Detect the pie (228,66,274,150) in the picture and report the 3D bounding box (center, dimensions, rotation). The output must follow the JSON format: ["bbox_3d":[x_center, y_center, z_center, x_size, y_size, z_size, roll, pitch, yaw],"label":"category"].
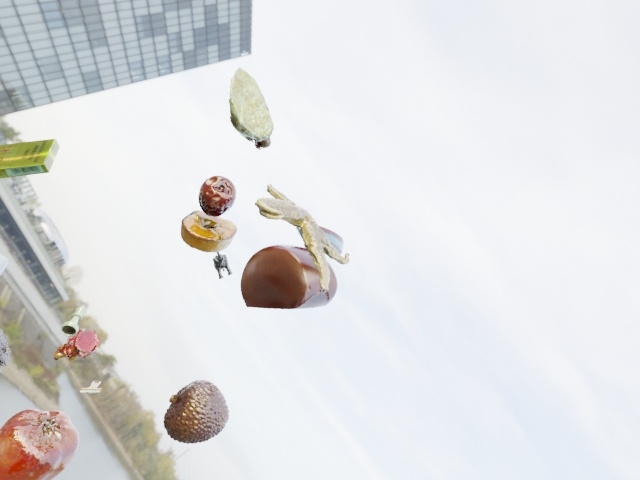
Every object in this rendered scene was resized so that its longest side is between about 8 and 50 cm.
[{"bbox_3d":[-0.269,-0.503,1.529,0.105,0.257,0.274,-12,-105,22],"label":"pie"}]

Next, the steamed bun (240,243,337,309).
[{"bbox_3d":[-0.131,0.138,1.580,0.379,0.235,0.248,-7,-98,42],"label":"steamed bun"}]

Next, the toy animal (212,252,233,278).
[{"bbox_3d":[-0.537,0.137,2.192,0.269,0.082,0.137,125,-58,-73],"label":"toy animal"}]

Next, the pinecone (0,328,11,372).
[{"bbox_3d":[-0.899,0.297,1.066,0.140,0.121,0.140,31,-52,49],"label":"pinecone"}]

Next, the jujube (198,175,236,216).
[{"bbox_3d":[-0.441,-0.181,1.713,0.155,0.155,0.230,56,-24,4],"label":"jujube"}]

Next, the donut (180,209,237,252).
[{"bbox_3d":[-0.496,-0.046,1.784,0.253,0.253,0.118,40,-56,27],"label":"donut"}]

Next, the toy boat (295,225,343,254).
[{"bbox_3d":[0.000,0.000,1.815,0.136,0.392,0.079,-27,-113,19],"label":"toy boat"}]

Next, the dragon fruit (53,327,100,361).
[{"bbox_3d":[-1.175,0.514,1.939,0.133,0.208,0.150,56,-24,14],"label":"dragon fruit"}]

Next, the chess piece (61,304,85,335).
[{"bbox_3d":[-0.987,0.314,1.629,0.149,0.059,0.059,-101,180,-60],"label":"chess piece"}]

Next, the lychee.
[{"bbox_3d":[-0.377,0.520,1.224,0.194,0.194,0.194,34,-39,34],"label":"lychee"}]

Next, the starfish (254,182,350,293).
[{"bbox_3d":[-0.034,-0.008,1.290,0.432,0.082,0.324,50,15,-21],"label":"starfish"}]

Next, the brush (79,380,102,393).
[{"bbox_3d":[-1.113,0.717,1.974,0.314,0.090,0.017,157,-59,-65],"label":"brush"}]

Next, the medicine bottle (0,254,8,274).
[{"bbox_3d":[-1.204,0.118,1.405,0.135,0.168,0.135,9,-31,5],"label":"medicine bottle"}]

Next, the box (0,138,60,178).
[{"bbox_3d":[-1.117,-0.284,1.430,0.043,0.311,0.173,89,-11,-45],"label":"box"}]

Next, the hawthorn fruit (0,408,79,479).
[{"bbox_3d":[-1.088,0.803,1.492,0.287,0.330,0.287,35,4,-3],"label":"hawthorn fruit"}]
